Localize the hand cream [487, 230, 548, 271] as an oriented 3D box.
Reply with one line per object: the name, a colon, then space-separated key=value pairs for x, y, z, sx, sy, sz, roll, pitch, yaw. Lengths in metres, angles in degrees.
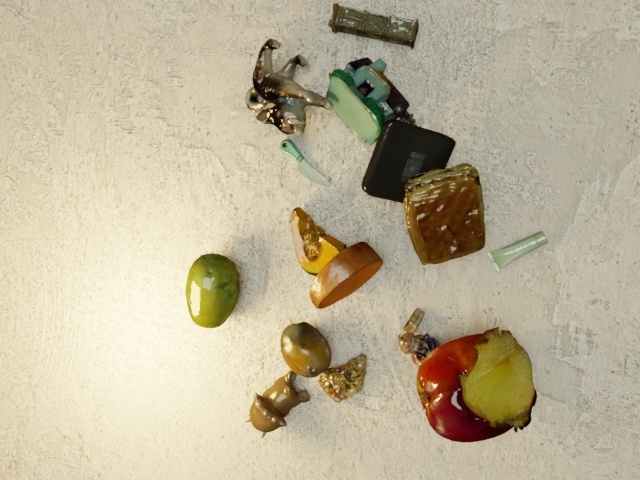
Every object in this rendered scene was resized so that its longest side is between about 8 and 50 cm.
hand cream: x=0.717 y=0.034 z=1.765 sx=0.205 sy=0.050 sz=0.078 roll=-29 pitch=89 yaw=18

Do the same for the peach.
peach: x=0.541 y=0.485 z=1.672 sx=0.417 sy=0.353 sz=0.339 roll=-19 pitch=89 yaw=-2

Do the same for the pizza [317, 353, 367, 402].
pizza: x=0.103 y=0.553 z=1.928 sx=0.226 sy=0.069 sz=0.147 roll=-25 pitch=86 yaw=13

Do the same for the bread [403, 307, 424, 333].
bread: x=0.356 y=0.314 z=1.858 sx=0.043 sy=0.062 sz=0.109 roll=32 pitch=103 yaw=8

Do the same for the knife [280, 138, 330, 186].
knife: x=-0.067 y=-0.298 z=1.935 sx=0.063 sy=0.034 sz=0.260 roll=-43 pitch=87 yaw=16

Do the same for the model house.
model house: x=0.200 y=-0.538 z=1.783 sx=0.249 sy=0.230 sz=0.280 roll=-40 pitch=87 yaw=-13

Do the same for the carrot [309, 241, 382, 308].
carrot: x=0.086 y=0.138 z=1.817 sx=0.307 sy=0.258 sz=0.100 roll=-42 pitch=65 yaw=9

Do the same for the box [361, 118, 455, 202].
box: x=0.313 y=-0.271 z=1.739 sx=0.290 sy=0.073 sz=0.289 roll=9 pitch=114 yaw=-24

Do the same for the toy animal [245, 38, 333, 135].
toy animal: x=-0.148 y=-0.528 z=1.849 sx=0.303 sy=0.194 sz=0.344 roll=-41 pitch=65 yaw=34

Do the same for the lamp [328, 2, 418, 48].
lamp: x=0.198 y=-0.799 z=1.812 sx=0.325 sy=0.090 sz=0.089 roll=16 pitch=97 yaw=12

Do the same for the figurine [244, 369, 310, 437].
figurine: x=-0.184 y=0.664 z=1.946 sx=0.247 sy=0.173 sz=0.177 roll=-31 pitch=86 yaw=13

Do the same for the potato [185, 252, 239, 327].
potato: x=-0.435 y=0.203 z=1.959 sx=0.216 sy=0.216 sz=0.304 roll=7 pitch=94 yaw=13

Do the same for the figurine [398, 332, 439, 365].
figurine: x=0.358 y=0.401 z=1.832 sx=0.157 sy=0.114 sz=0.126 roll=18 pitch=82 yaw=-4

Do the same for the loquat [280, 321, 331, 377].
loquat: x=-0.061 y=0.427 z=1.904 sx=0.179 sy=0.179 sz=0.227 roll=-41 pitch=82 yaw=12

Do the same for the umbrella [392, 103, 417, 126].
umbrella: x=0.315 y=-0.443 z=1.757 sx=0.050 sy=0.188 sz=0.046 roll=-45 pitch=62 yaw=15

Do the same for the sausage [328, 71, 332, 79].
sausage: x=0.050 y=-0.608 z=1.895 sx=0.015 sy=0.015 sz=0.100 roll=-16 pitch=90 yaw=13

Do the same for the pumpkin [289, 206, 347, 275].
pumpkin: x=0.000 y=0.000 z=1.881 sx=0.190 sy=0.139 sz=0.280 roll=-7 pitch=95 yaw=17

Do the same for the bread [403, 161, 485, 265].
bread: x=0.435 y=-0.098 z=1.734 sx=0.277 sy=0.167 sz=0.324 roll=-16 pitch=111 yaw=5
